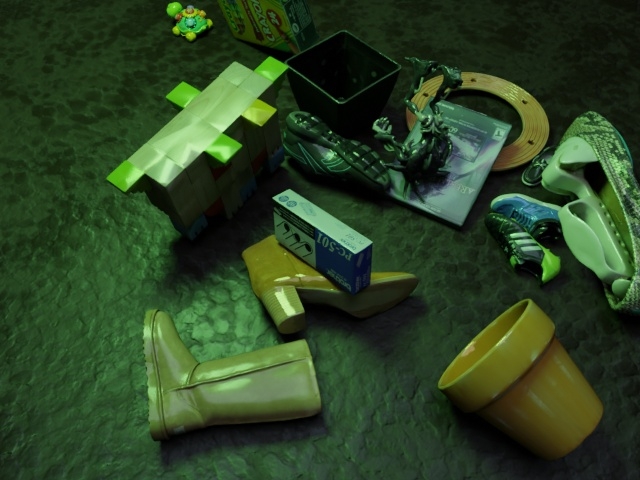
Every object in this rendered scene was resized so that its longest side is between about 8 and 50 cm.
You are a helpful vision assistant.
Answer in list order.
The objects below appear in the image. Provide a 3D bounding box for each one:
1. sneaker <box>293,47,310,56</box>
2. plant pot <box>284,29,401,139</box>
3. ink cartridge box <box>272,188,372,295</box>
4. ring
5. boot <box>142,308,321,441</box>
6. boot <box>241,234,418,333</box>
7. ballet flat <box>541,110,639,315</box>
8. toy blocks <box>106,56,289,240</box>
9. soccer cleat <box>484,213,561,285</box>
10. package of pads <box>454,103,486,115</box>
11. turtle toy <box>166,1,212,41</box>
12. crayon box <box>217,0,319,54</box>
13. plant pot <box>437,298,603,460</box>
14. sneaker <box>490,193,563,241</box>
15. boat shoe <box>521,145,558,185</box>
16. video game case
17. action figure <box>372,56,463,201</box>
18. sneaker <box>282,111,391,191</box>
[{"bbox_3d":[0.024,-0.466,1.455,0.185,0.070,0.084,12,39,7],"label":"sneaker"},{"bbox_3d":[0.046,-0.337,1.293,0.187,0.167,0.188,-36,63,-24],"label":"plant pot"},{"bbox_3d":[0.000,0.000,0.978,0.046,0.097,0.207,-32,48,-31],"label":"ink cartridge box"},{"bbox_3d":[0.370,-0.284,1.343,0.336,0.032,0.337,1,54,-1],"label":"ring"},{"bbox_3d":[-0.153,0.207,0.954,0.269,0.089,0.236,-10,63,-9],"label":"boot"},{"bbox_3d":[0.013,0.048,1.058,0.294,0.104,0.211,-13,48,-17],"label":"boot"},{"bbox_3d":[0.542,-0.074,1.105,0.181,0.164,0.483,-1,58,-12],"label":"ballet flat"},{"bbox_3d":[-0.205,-0.153,1.116,0.190,0.261,0.381,33,67,18],"label":"toy blocks"},{"bbox_3d":[0.389,0.014,1.112,0.072,0.060,0.179,-37,65,-22],"label":"soccer cleat"},{"bbox_3d":[0.336,-0.280,1.300,0.083,0.032,0.050,24,62,17],"label":"package of pads"},{"bbox_3d":[-0.365,-0.608,1.544,0.130,0.066,0.095,28,59,18],"label":"turtle toy"},{"bbox_3d":[-0.167,-0.602,1.429,0.318,0.202,0.081,28,67,37],"label":"crayon box"},{"bbox_3d":[0.323,0.229,0.884,0.205,0.205,0.188,-40,79,-25],"label":"plant pot"},{"bbox_3d":[0.426,-0.042,1.151,0.152,0.058,0.085,14,46,2],"label":"sneaker"},{"bbox_3d":[0.494,-0.168,1.255,0.125,0.038,0.046,-37,62,-24],"label":"boat shoe"},{"bbox_3d":[0.272,-0.176,1.228,0.196,0.026,0.274,25,71,17],"label":"video game case"},{"bbox_3d":[0.206,-0.228,1.171,0.163,0.276,0.141,6,17,-19],"label":"action figure"},{"bbox_3d":[0.031,-0.175,1.222,0.267,0.106,0.101,35,35,13],"label":"sneaker"}]
